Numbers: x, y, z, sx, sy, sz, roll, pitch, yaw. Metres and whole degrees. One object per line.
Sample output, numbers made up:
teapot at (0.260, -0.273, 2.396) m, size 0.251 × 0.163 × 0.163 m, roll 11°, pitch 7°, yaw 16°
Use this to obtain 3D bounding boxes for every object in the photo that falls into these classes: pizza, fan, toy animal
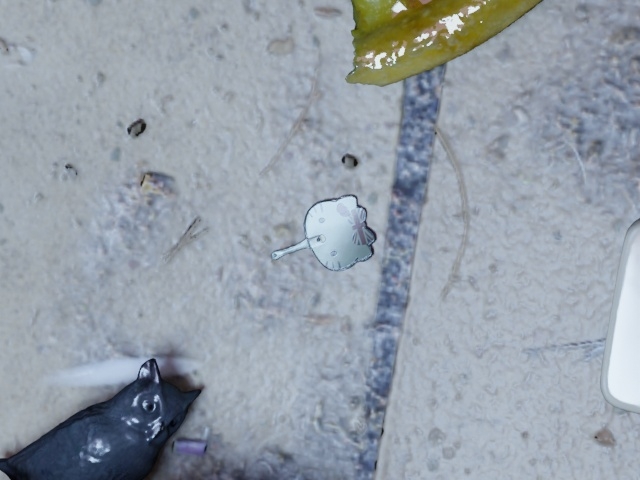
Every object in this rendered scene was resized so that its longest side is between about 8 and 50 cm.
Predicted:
pizza at (0.062, -0.272, 1.410) m, size 0.288 × 0.075 × 0.280 m, roll 46°, pitch 103°, yaw 8°
fan at (0.000, 0.000, 1.482) m, size 0.083 × 0.004 × 0.056 m, roll -21°, pitch 89°, yaw 16°
toy animal at (-0.185, 0.173, 1.522) m, size 0.210 × 0.121 × 0.117 m, roll -46°, pitch 36°, yaw -3°

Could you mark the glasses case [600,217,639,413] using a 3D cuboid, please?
glasses case at (0.370, 0.076, 1.347) m, size 0.336 × 0.076 × 0.144 m, roll 12°, pitch 98°, yaw 15°
